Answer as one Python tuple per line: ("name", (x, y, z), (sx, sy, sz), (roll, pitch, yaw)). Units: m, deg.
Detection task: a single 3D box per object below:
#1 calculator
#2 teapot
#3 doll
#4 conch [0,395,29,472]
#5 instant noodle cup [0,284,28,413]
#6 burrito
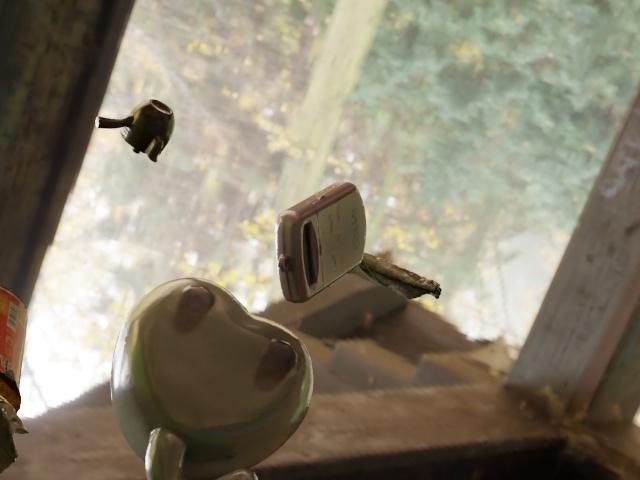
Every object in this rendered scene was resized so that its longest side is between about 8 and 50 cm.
("calculator", (0.000, 0.000, 1.322), (0.032, 0.100, 0.175), (3, -161, 28))
("teapot", (-0.255, -0.156, 1.751), (0.110, 0.080, 0.085), (17, -154, -37))
("doll", (-0.125, 0.164, 1.417), (0.215, 0.226, 0.370), (21, 178, -2))
("conch", (-0.583, 0.253, 1.738), (0.324, 0.263, 0.186), (25, -153, 10))
("instant noodle cup", (-0.565, 0.174, 2.020), (0.213, 0.213, 0.174), (17, -132, -14))
("burrito", (0.098, 0.051, 1.875), (0.171, 0.042, 0.051), (24, 161, 10))
